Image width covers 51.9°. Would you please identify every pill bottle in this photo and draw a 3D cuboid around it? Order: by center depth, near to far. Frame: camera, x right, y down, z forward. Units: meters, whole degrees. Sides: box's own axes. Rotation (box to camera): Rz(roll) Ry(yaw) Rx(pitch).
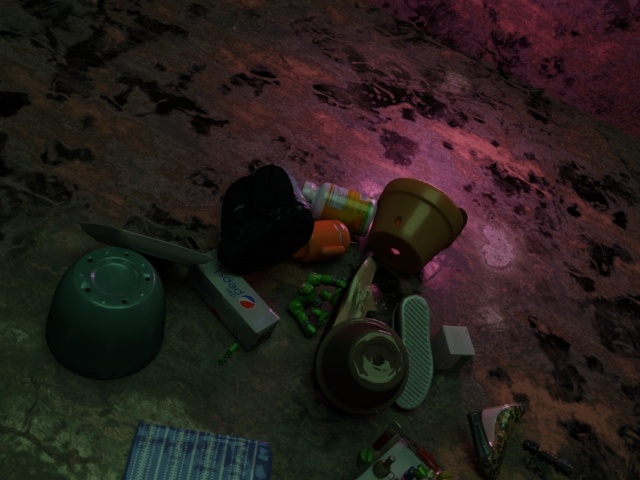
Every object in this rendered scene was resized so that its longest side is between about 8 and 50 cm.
[{"bbox_3d":[0.051,-0.111,2.170,0.246,0.136,0.136,18,46,-1],"label":"pill bottle"}]

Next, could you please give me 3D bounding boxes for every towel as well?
[{"bbox_3d":[-0.281,0.558,1.511,0.336,0.040,0.243,13,48,-10],"label":"towel"}]

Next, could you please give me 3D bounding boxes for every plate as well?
[{"bbox_3d":[-0.463,0.015,1.735,0.277,0.278,0.045,21,81,-41],"label":"plate"}]

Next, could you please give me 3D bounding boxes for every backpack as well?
[{"bbox_3d":[-0.163,-0.077,1.926,0.290,0.273,0.355,-31,46,6],"label":"backpack"}]

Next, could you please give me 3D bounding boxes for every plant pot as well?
[{"bbox_3d":[-0.514,0.155,1.615,0.293,0.235,0.293,13,46,-14],"label":"plant pot"},{"bbox_3d":[0.126,0.319,1.703,0.263,0.229,0.263,3,75,-9],"label":"plant pot"},{"bbox_3d":[0.288,-0.031,2.134,0.291,0.291,0.203,33,61,6],"label":"plant pot"}]

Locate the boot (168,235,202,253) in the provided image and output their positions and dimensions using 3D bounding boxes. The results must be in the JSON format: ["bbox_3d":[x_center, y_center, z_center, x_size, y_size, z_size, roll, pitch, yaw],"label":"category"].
[{"bbox_3d":[-0.388,0.018,1.897,0.118,0.087,0.042,38,48,11],"label":"boot"}]

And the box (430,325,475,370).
[{"bbox_3d":[0.393,0.323,1.971,0.087,0.101,0.102,6,49,-19],"label":"box"}]

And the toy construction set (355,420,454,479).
[{"bbox_3d":[0.217,0.562,1.506,0.257,0.237,0.308,-6,53,-29],"label":"toy construction set"}]

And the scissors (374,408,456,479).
[{"bbox_3d":[0.247,0.537,1.713,0.297,0.021,0.109,44,10,7],"label":"scissors"}]

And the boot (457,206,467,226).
[{"bbox_3d":[0.381,-0.111,2.363,0.283,0.109,0.220,8,18,-44],"label":"boot"}]

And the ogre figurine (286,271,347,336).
[{"bbox_3d":[-0.018,0.174,1.920,0.118,0.197,0.097,27,0,17],"label":"ogre figurine"}]

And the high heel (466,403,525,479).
[{"bbox_3d":[0.514,0.562,1.854,0.261,0.093,0.186,0,73,-40],"label":"high heel"}]

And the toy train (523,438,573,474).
[{"bbox_3d":[0.652,0.619,1.882,0.158,0.027,0.036,32,35,6],"label":"toy train"}]

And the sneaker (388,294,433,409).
[{"bbox_3d":[0.256,0.327,1.904,0.126,0.127,0.321,11,72,-7],"label":"sneaker"}]

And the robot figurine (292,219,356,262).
[{"bbox_3d":[-0.001,-0.001,2.062,0.219,0.158,0.128,-7,81,-29],"label":"robot figurine"}]

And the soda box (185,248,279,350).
[{"bbox_3d":[-0.248,0.163,1.825,0.286,0.098,0.091,46,46,17],"label":"soda box"}]

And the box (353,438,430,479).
[{"bbox_3d":[0.170,0.665,1.599,0.322,0.058,0.232,-28,66,-38],"label":"box"}]

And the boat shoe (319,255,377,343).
[{"bbox_3d":[0.107,0.196,1.952,0.110,0.121,0.341,30,55,-4],"label":"boat shoe"}]

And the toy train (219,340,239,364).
[{"bbox_3d":[-0.243,0.299,1.758,0.017,0.023,0.083,35,46,7],"label":"toy train"}]
